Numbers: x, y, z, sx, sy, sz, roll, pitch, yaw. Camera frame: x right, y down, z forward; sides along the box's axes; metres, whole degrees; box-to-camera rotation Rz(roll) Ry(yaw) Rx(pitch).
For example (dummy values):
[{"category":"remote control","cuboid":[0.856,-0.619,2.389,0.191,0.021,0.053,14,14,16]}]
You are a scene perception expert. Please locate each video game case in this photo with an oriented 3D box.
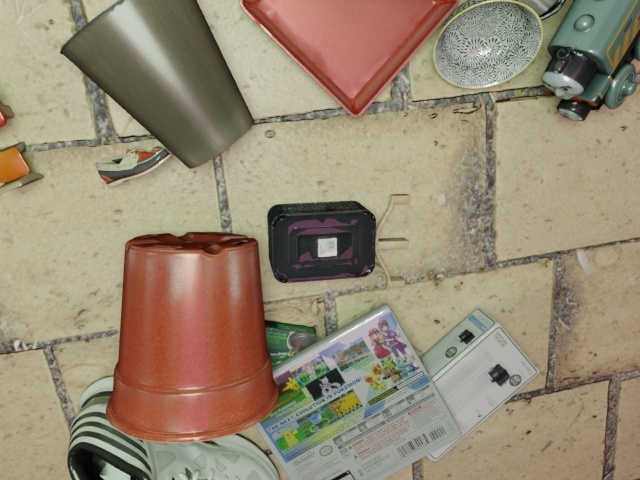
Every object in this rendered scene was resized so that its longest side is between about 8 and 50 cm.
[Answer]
[{"category":"video game case","cuboid":[0.056,0.324,0.919,0.329,0.036,0.300,-30,100,2]}]

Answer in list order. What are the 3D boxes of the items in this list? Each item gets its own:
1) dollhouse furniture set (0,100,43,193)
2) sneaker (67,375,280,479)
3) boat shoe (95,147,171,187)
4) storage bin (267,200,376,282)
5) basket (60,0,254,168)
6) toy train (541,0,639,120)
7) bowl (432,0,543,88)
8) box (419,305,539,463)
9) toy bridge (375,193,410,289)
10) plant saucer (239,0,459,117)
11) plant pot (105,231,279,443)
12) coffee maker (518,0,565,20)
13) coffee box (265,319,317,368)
[{"category":"dollhouse furniture set","cuboid":[-0.575,-0.154,0.668,0.259,0.135,0.262,-23,110,-4]},{"category":"sneaker","cuboid":[-0.247,0.442,0.850,0.447,0.257,0.169,39,96,-19]},{"category":"boat shoe","cuboid":[-0.295,-0.122,0.761,0.137,0.049,0.043,-14,114,26]},{"category":"storage bin","cuboid":[0.000,0.000,0.860,0.180,0.084,0.122,-3,107,-10]},{"category":"basket","cuboid":[-0.215,-0.232,0.715,0.204,0.154,0.227,-35,114,-1]},{"category":"toy train","cuboid":[0.480,-0.368,0.792,0.190,0.142,0.334,17,106,-46]},{"category":"bowl","cuboid":[0.268,-0.341,0.798,0.170,0.170,0.080,10,60,-14]},{"category":"box","cuboid":[0.280,0.297,1.005,0.290,0.087,0.169,-43,109,3]},{"category":"toy bridge","cuboid":[0.132,0.006,0.919,0.063,0.026,0.188,-2,107,-8]},{"category":"plant saucer","cuboid":[0.048,-0.378,0.775,0.258,0.048,0.259,40,96,-19]},{"category":"plant pot","cuboid":[-0.202,0.127,0.777,0.273,0.272,0.265,-1,99,-11]},{"category":"coffee maker","cuboid":[0.326,-0.472,0.781,0.178,0.120,0.171,26,76,-19]},{"category":"coffee box","cuboid":[-0.080,0.249,0.941,0.113,0.040,0.184,12,104,-14]}]
